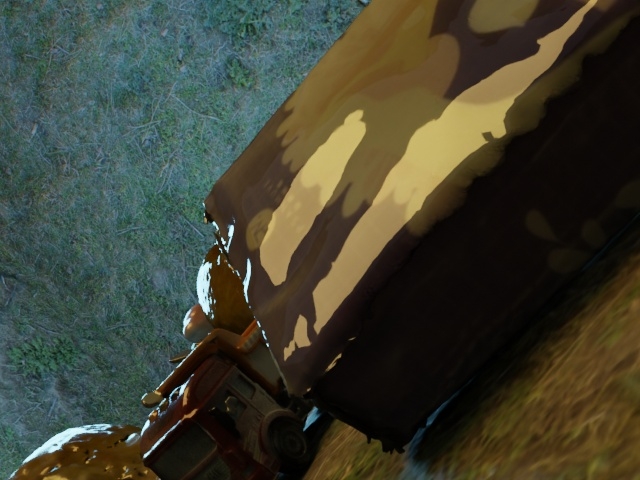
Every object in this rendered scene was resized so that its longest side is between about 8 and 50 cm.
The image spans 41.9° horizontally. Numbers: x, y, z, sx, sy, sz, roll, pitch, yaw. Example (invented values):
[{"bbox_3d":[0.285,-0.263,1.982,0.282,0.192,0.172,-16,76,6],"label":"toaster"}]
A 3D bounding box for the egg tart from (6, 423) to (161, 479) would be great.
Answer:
[{"bbox_3d":[-0.262,0.324,0.833,0.443,0.178,0.443,-50,1,1],"label":"egg tart"}]

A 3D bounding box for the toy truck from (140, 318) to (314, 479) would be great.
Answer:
[{"bbox_3d":[-0.052,0.123,0.760,0.114,0.135,0.270,-47,2,33],"label":"toy truck"}]

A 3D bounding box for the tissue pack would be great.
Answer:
[{"bbox_3d":[0.091,-0.076,0.511,0.343,0.125,0.242,-49,32,10],"label":"tissue pack"}]

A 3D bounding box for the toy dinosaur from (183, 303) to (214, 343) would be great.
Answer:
[{"bbox_3d":[-0.131,0.161,1.325,0.152,0.177,0.194,-46,0,31],"label":"toy dinosaur"}]

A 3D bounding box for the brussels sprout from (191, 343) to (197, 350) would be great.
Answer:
[{"bbox_3d":[-0.158,0.231,1.564,0.149,0.122,0.152,-41,-31,18],"label":"brussels sprout"}]

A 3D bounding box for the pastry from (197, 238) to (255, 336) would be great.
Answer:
[{"bbox_3d":[0.000,0.000,1.042,0.356,0.163,0.356,-31,11,7],"label":"pastry"}]

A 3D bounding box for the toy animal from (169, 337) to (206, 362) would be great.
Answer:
[{"bbox_3d":[-0.123,0.220,1.073,0.188,0.179,0.089,-2,13,41],"label":"toy animal"}]
